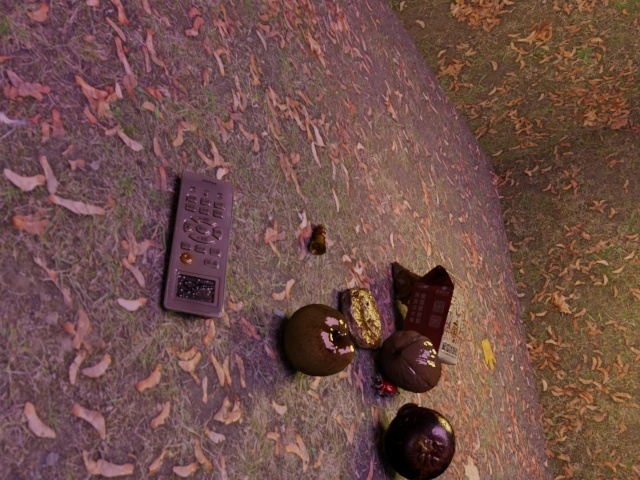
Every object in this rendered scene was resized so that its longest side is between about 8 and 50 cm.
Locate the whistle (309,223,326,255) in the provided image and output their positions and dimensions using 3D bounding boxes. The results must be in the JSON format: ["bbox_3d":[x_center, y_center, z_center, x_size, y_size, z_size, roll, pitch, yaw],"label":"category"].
[{"bbox_3d":[0.004,-0.001,1.755,0.057,0.046,0.109,44,28,-17],"label":"whistle"}]

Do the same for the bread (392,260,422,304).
[{"bbox_3d":[0.308,0.139,2.182,0.147,0.127,0.152,38,24,-48],"label":"bread"}]

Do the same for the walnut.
[{"bbox_3d":[0.263,0.353,1.878,0.230,0.178,0.178,49,32,-55],"label":"walnut"}]

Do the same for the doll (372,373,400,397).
[{"bbox_3d":[0.182,0.411,1.822,0.114,0.039,0.057,35,13,-35],"label":"doll"}]

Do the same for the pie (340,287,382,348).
[{"bbox_3d":[0.117,0.217,1.817,0.195,0.046,0.195,40,41,-47],"label":"pie"}]

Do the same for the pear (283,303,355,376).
[{"bbox_3d":[-0.004,0.222,1.479,0.167,0.137,0.167,20,58,-34],"label":"pear"}]

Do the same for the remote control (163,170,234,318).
[{"bbox_3d":[-0.235,0.005,1.272,0.110,0.055,0.312,14,56,-21],"label":"remote control"}]

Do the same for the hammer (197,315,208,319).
[{"bbox_3d":[-0.217,0.110,1.258,0.043,0.043,0.083,41,40,-46],"label":"hammer"}]

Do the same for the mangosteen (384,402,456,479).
[{"bbox_3d":[0.258,0.530,1.754,0.217,0.192,0.192,-145,-148,-81],"label":"mangosteen"}]

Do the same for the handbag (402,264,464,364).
[{"bbox_3d":[0.368,0.229,2.074,0.171,0.151,0.297,30,71,-53],"label":"handbag"}]
